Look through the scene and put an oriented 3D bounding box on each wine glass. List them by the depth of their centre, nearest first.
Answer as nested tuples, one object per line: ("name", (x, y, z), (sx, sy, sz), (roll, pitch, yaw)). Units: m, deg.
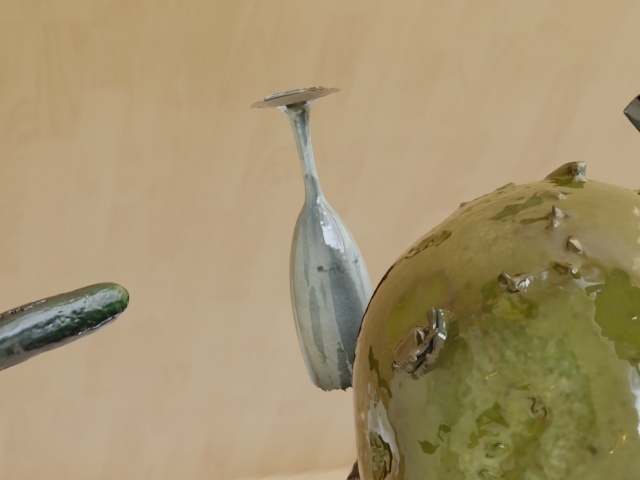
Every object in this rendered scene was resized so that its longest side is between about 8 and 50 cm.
("wine glass", (0.000, 0.000, 0.977), (0.066, 0.066, 0.198), (-12, 103, -6))

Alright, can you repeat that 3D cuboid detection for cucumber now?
("cucumber", (-0.191, 0.061, 0.868), (0.184, 0.033, 0.036), (-22, 118, -31))

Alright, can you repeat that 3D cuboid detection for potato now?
("potato", (0.152, 0.094, 0.808), (0.219, 0.270, 0.359), (-7, 179, 27))

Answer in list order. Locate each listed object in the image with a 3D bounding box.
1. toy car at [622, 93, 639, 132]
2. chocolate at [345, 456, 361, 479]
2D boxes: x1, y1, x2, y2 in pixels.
("toy car", (0.200, -0.077, 0.553), (0.097, 0.100, 0.191), (-36, 170, -23))
("chocolate", (0.090, 0.157, 1.088), (0.156, 0.156, 0.133), (-14, 147, -1))
